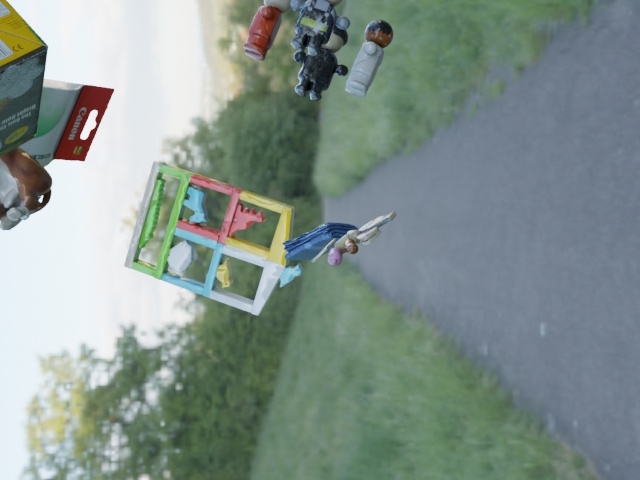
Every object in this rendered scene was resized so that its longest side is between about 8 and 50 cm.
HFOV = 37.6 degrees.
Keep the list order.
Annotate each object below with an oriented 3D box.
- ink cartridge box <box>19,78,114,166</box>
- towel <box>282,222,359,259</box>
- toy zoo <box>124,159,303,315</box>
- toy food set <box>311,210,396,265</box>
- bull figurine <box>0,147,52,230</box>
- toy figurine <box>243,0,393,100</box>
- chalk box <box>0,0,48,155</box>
[{"bbox_3d":[-0.508,-0.220,1.823,0.056,0.225,0.181,44,116,32],"label":"ink cartridge box"},{"bbox_3d":[0.000,0.000,1.415,0.119,0.067,0.029,-27,67,48],"label":"towel"},{"bbox_3d":[-0.166,0.002,1.568,0.030,0.293,0.192,-40,-32,-77],"label":"toy zoo"},{"bbox_3d":[0.045,0.005,1.238,0.122,0.078,0.019,-23,107,49],"label":"toy food set"},{"bbox_3d":[-0.531,-0.131,1.363,0.101,0.310,0.188,-47,23,26],"label":"bull figurine"},{"bbox_3d":[0.002,-0.346,1.585,0.210,0.213,0.148,6,69,51],"label":"toy figurine"},{"bbox_3d":[-0.394,-0.162,1.013,0.132,0.132,0.213,47,145,8],"label":"chalk box"}]
